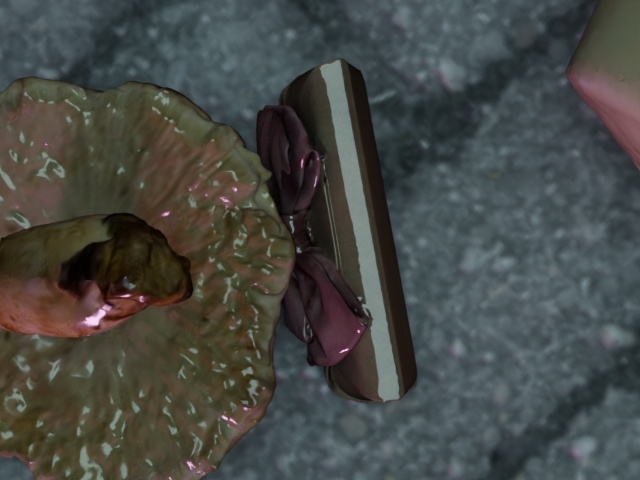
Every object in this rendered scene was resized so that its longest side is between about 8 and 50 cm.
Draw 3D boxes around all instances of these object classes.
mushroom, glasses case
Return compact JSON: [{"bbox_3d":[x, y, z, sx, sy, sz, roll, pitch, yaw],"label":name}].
[{"bbox_3d":[-0.136,-0.001,0.939,0.233,0.302,0.208,1,62,8],"label":"mushroom"},{"bbox_3d":[0.000,0.000,1.022,0.070,0.102,0.193,-10,90,8],"label":"glasses case"}]

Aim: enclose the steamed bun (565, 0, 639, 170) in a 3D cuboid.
[{"bbox_3d":[0.375,-0.072,0.911,0.456,0.290,0.371,32,88,2],"label":"steamed bun"}]
